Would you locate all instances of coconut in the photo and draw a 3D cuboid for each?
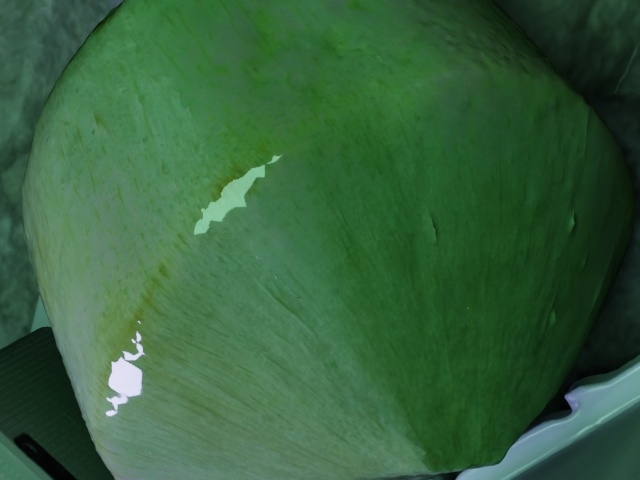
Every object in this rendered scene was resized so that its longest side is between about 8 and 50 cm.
[{"bbox_3d":[0.000,0.000,0.939,0.328,0.281,0.328,-11,51,15],"label":"coconut"}]

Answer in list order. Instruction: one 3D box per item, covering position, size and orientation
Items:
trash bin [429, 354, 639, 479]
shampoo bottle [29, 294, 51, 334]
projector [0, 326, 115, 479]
[{"bbox_3d":[0.100,0.233,0.831,0.296,0.367,0.256,-33,87,22],"label":"trash bin"},{"bbox_3d":[-0.144,0.129,1.135,0.108,0.051,0.221,17,98,20],"label":"shampoo bottle"},{"bbox_3d":[-0.141,0.183,1.021,0.242,0.177,0.163,41,108,6],"label":"projector"}]
